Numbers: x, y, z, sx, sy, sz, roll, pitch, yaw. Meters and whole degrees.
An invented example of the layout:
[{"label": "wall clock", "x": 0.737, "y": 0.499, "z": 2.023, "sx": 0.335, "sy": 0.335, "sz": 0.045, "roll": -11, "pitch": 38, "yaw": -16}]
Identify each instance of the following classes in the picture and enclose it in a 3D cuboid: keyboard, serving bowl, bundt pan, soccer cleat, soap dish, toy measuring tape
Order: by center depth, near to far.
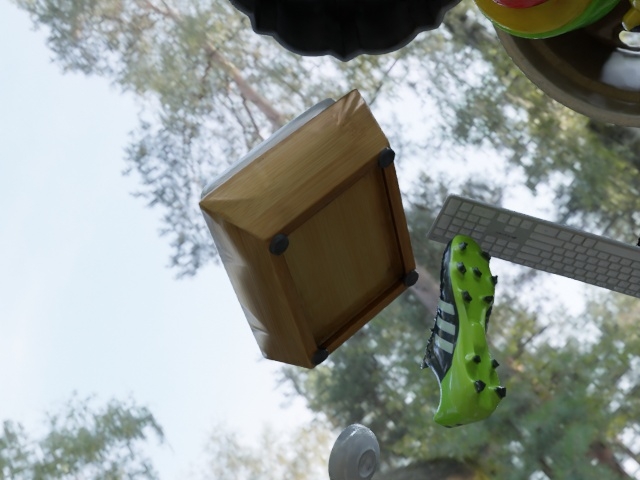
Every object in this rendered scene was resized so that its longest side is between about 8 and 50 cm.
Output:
[{"label": "toy measuring tape", "x": 0.108, "y": -0.230, "z": 0.725, "sx": 0.121, "sy": 0.330, "sz": 0.121, "roll": -41, "pitch": -27, "yaw": -26}, {"label": "soccer cleat", "x": 0.118, "y": 0.076, "z": 0.897, "sx": 0.060, "sy": 0.179, "sz": 0.072, "roll": 24, "pitch": -40, "yaw": -29}, {"label": "keyboard", "x": 0.230, "y": 0.011, "z": 0.956, "sx": 0.256, "sy": 0.014, "sz": 0.072, "roll": 15, "pitch": -30, "yaw": -4}, {"label": "soap dish", "x": 0.000, "y": 0.000, "z": 1.211, "sx": 0.229, "sy": 0.118, "sz": 0.291, "roll": -38, "pitch": -40, "yaw": -19}, {"label": "serving bowl", "x": 0.046, "y": 0.265, "z": 1.241, "sx": 0.083, "sy": 0.027, "sz": 0.083, "roll": -15, "pitch": -71, "yaw": -47}, {"label": "bundt pan", "x": 0.033, "y": -0.388, "z": 1.249, "sx": 0.331, "sy": 0.124, "sz": 0.331, "roll": -4, "pitch": -45, "yaw": -4}]

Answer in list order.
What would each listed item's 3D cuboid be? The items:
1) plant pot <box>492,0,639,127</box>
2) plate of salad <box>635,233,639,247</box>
[{"label": "plant pot", "x": 0.350, "y": -0.297, "z": 1.069, "sx": 0.334, "sy": 0.334, "sz": 0.305, "roll": -61, "pitch": -8, "yaw": 18}, {"label": "plate of salad", "x": 0.440, "y": -0.007, "z": 1.227, "sx": 0.200, "sy": 0.048, "sz": 0.200, "roll": -24, "pitch": -22, "yaw": -10}]
